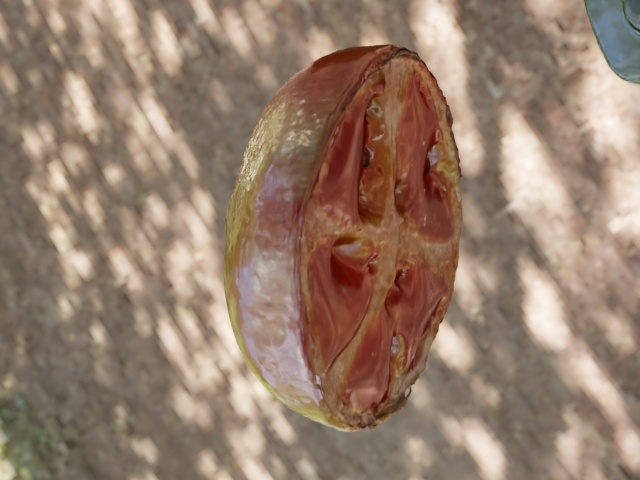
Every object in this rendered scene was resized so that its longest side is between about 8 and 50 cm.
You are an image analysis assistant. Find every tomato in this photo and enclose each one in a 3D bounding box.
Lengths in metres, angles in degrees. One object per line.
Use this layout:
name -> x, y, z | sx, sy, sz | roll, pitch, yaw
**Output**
tomato -> 0.000, 0.000, 0.733 | 0.069, 0.155, 0.156 | 6, 131, 26

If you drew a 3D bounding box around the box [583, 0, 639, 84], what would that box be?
box -> 0.227, -0.250, 0.905 | 0.289, 0.073, 0.290 | -21, 78, 44
